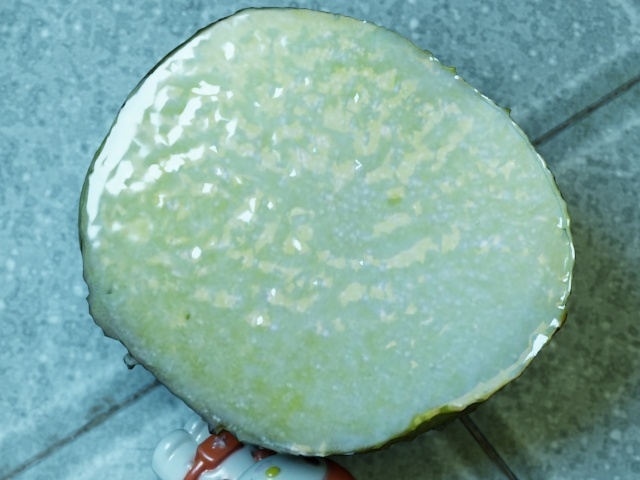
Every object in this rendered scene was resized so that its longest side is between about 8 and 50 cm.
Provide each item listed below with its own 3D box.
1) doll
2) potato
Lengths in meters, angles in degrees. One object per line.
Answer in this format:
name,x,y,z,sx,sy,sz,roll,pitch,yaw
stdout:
doll,-0.026,0.267,1.751,0.290,0.130,0.161,36,50,23
potato,0.000,0.000,1.795,0.442,0.319,0.385,27,91,-2
